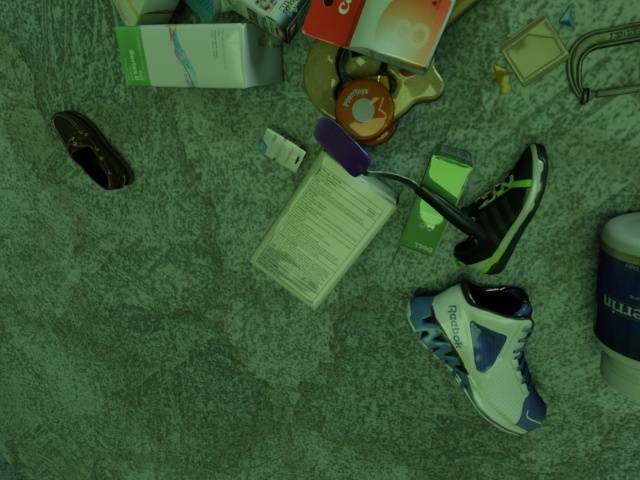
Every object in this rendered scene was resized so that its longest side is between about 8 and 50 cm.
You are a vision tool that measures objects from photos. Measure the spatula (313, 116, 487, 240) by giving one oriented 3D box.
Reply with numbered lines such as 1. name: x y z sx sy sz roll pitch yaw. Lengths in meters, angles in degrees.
1. spatula: 0.117 -0.081 0.583 0.296 0.084 0.030 29 76 -5

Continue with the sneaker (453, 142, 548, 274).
1. sneaker: 0.279 -0.045 0.654 0.097 0.084 0.235 19 117 11

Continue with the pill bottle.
1. pill bottle: 0.500 0.101 0.605 0.153 0.153 0.265 -3 112 20

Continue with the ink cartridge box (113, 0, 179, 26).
1. ink cartridge box: -0.288 -0.411 0.644 0.198 0.067 0.115 -4 113 57

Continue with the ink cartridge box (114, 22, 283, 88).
1. ink cartridge box: -0.185 -0.299 0.660 0.212 0.154 0.093 6 116 16

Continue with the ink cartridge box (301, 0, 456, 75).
1. ink cartridge box: 0.078 -0.310 0.509 0.179 0.045 0.145 22 100 6

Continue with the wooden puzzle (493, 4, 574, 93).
1. wooden puzzle: 0.305 -0.270 0.584 0.116 0.014 0.078 -23 107 35

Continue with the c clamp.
1. c clamp: 0.427 -0.227 0.559 0.160 0.022 0.137 3 112 18

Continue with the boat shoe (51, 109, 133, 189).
1. boat shoe: -0.493 -0.191 0.860 0.207 0.073 0.073 44 120 -2

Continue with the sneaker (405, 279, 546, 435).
1. sneaker: 0.319 0.189 0.719 0.315 0.127 0.182 47 121 -3

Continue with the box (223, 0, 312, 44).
1. box: -0.035 -0.394 0.572 0.114 0.036 0.207 34 84 3

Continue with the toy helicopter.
1. toy helicopter: 0.124 -0.317 0.586 0.355 0.140 0.235 -35 90 17

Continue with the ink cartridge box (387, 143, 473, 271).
1. ink cartridge box: 0.181 -0.045 0.674 0.062 0.109 0.209 21 117 10

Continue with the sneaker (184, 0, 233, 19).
1. sneaker: -0.197 -0.440 0.645 0.229 0.092 0.087 51 152 14

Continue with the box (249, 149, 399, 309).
1. box: 0.009 -0.024 0.711 0.148 0.127 0.232 37 109 1

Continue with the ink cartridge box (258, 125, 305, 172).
1. ink cartridge box: -0.067 -0.168 0.749 0.083 0.028 0.048 33 119 3
